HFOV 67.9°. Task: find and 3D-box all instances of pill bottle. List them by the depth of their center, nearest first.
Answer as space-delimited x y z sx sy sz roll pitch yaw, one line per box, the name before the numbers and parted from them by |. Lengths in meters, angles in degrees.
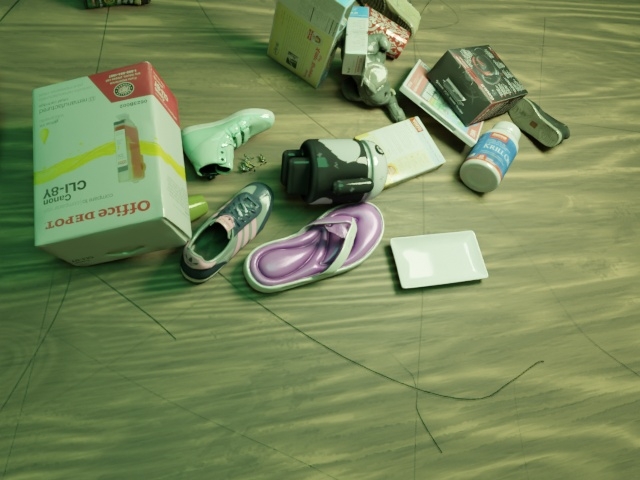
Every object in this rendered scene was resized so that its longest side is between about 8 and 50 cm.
pill bottle | 0.525 -0.262 1.449 0.124 0.124 0.221 36 63 0

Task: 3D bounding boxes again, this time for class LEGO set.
LEGO set | -0.185 -0.205 1.277 0.083 0.023 0.054 -6 72 -33

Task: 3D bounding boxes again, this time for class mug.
mug | 0.198 -0.681 1.534 0.170 0.113 0.150 24 66 -9

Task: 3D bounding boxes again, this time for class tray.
tray | 0.324 0.053 1.313 0.271 0.030 0.145 -5 71 -18

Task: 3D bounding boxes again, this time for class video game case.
video game case | 0.390 -0.436 1.493 0.285 0.025 0.204 37 48 -6

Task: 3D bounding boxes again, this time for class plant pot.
plant pot | -0.320 -0.078 1.156 0.079 0.083 0.083 -25 77 -35

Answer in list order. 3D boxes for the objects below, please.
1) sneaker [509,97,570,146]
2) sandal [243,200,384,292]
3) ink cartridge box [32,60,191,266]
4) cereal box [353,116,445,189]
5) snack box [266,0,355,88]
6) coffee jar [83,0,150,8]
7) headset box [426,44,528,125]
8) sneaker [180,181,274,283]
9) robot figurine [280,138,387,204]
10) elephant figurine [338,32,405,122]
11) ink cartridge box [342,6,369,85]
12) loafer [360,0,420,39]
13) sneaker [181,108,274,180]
sneaker | 0.737 -0.406 1.608 0.118 0.083 0.222 -21 68 -42
sandal | 0.009 0.013 1.196 0.417 0.102 0.169 -29 79 -25
ink cartridge box | -0.460 -0.166 1.054 0.280 0.160 0.384 -13 72 2
cereal box | 0.230 -0.258 1.403 0.240 0.047 0.172 -22 76 -23
snack box | -0.036 -0.581 1.302 0.187 0.322 0.060 35 66 -1
coffee jar | -0.569 -0.704 1.323 0.185 0.096 0.079 -16 77 -21
headset box | 0.491 -0.494 1.501 0.293 0.110 0.218 -26 77 -41
sneaker | -0.208 -0.038 1.136 0.112 0.131 0.319 34 63 0
robot figurine | 0.040 -0.184 1.246 0.279 0.173 0.208 -4 69 -17
elephant figurine | 0.149 -0.480 1.422 0.186 0.169 0.239 -5 85 12
ink cartridge box | 0.094 -0.529 1.300 0.060 0.104 0.179 4 78 -1
loafer | 0.233 -0.794 1.600 0.268 0.102 0.092 47 62 -5
sneaker | -0.221 -0.244 1.237 0.256 0.094 0.151 -21 70 -13
